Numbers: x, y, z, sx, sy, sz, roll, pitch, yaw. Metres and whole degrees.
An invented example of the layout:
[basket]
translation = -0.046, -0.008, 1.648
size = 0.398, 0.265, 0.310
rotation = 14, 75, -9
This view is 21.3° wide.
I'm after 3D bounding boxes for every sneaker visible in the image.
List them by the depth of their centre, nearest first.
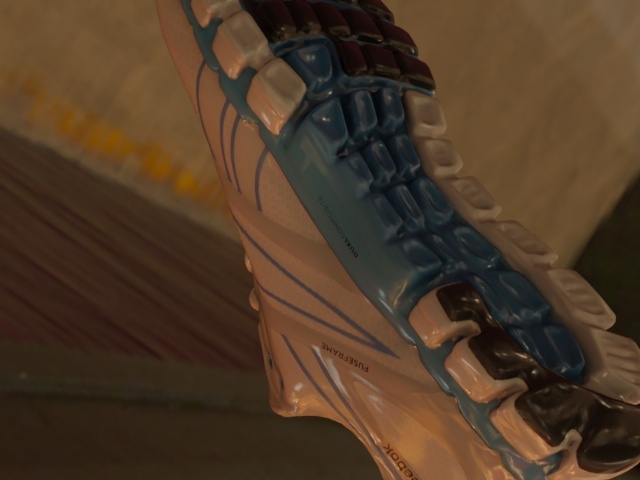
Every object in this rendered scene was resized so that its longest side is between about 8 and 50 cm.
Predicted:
[sneaker]
translation = 0.000, 0.000, 0.436
size = 0.071, 0.191, 0.083
rotation = -3, 143, -44
